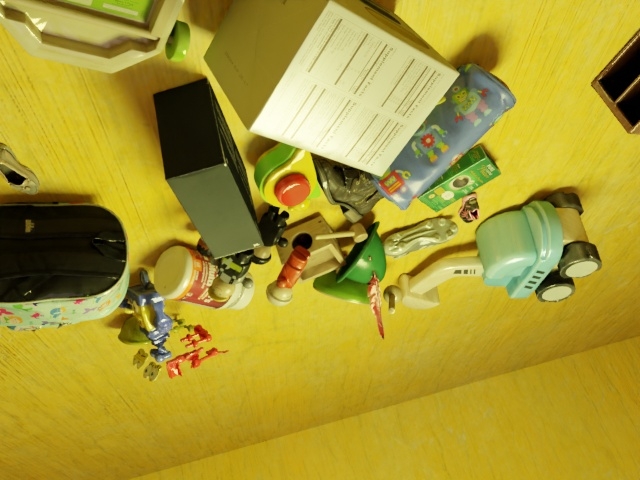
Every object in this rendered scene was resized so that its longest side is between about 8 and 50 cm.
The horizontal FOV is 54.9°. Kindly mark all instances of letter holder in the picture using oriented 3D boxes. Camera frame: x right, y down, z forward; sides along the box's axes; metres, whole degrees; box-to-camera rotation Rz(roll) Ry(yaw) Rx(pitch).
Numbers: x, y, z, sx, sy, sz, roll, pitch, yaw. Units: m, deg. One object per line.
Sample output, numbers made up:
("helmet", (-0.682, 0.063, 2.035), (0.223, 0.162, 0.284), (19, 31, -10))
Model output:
("letter holder", (0.760, -0.336, 1.253), (0.301, 0.152, 0.214), (-2, 145, -27))

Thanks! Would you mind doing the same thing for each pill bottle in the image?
("pill bottle", (-0.263, 0.094, 1.426), (0.121, 0.121, 0.221), (-35, 146, 26))

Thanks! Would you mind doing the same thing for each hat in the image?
("hat", (0.155, 0.083, 1.514), (0.183, 0.173, 0.208), (34, 127, -4))

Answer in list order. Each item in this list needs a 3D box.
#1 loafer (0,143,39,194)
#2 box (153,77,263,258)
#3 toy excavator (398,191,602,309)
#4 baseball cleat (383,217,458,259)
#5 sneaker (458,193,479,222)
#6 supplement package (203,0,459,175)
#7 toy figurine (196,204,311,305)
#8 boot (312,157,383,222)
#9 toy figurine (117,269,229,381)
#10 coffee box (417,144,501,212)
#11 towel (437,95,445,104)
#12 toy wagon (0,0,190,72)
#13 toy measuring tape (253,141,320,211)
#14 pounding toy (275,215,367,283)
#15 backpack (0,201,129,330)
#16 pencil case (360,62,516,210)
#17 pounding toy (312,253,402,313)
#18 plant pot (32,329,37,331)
("loafer", (-0.513, -0.109, 1.033), (0.045, 0.039, 0.125), (-18, 150, -3))
("box", (-0.187, -0.113, 1.061), (0.103, 0.184, 0.261), (-18, 150, -1))
("toy excavator", (0.475, 0.056, 1.737), (0.445, 0.222, 0.433), (2, 147, -7))
("baseball cleat", (0.256, -0.005, 1.623), (0.205, 0.072, 0.109), (-12, 166, -7))
("sneaker", (0.387, -0.069, 1.582), (0.047, 0.057, 0.119), (-20, 152, -1))
("supplement package", (0.013, -0.253, 0.892), (0.262, 0.199, 0.198), (12, 125, -42))
("toy figurine", (-0.148, 0.030, 1.293), (0.209, 0.213, 0.148), (4, 130, -35))
("boot", (0.116, -0.152, 1.284), (0.229, 0.091, 0.263), (-32, 152, 12))
("toy figurine", (-0.387, 0.162, 1.475), (0.191, 0.217, 0.362), (-19, -163, -27))
("coffee box", (0.319, -0.141, 1.441), (0.184, 0.040, 0.113), (-32, 148, 24))
("towel", (0.095, -0.217, 1.089), (0.237, 0.102, 0.021), (-25, 127, -14))
("toy wagon", (-0.257, -0.351, 0.746), (0.267, 0.068, 0.344), (4, 142, -35))
("toy measuring tape", (-0.081, -0.159, 1.130), (0.121, 0.121, 0.330), (-18, 142, 0))
("pounding toy", (0.002, -0.006, 1.434), (0.206, 0.094, 0.181), (-24, 151, 9))
("backpack", (-0.478, 0.046, 1.124), (0.253, 0.225, 0.191), (-6, 150, -16))
("pencil case", (0.212, -0.196, 1.152), (0.306, 0.133, 0.119), (-44, 171, 12))
("pounding toy", (0.104, 0.100, 1.642), (0.236, 0.110, 0.183), (15, -174, 11))
("plant pot", (-0.582, 0.109, 1.292), (0.095, 0.134, 0.134), (-28, 161, -38))
